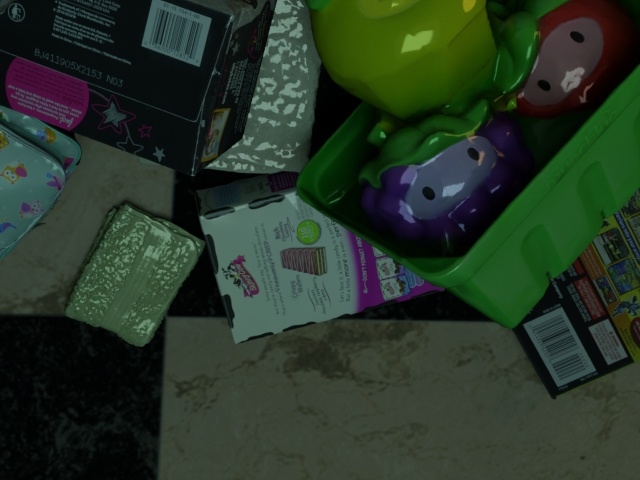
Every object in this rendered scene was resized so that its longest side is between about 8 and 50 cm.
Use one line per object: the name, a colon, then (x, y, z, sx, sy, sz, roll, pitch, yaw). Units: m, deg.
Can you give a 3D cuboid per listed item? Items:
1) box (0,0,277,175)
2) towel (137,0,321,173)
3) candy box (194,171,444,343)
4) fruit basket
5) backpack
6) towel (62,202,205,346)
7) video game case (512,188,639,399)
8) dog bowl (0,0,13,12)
box: (-0.184, -0.189, 1.426, 0.247, 0.142, 0.163, 20, 114, 9)
towel: (-0.084, -0.200, 1.533, 0.187, 0.049, 0.282, 5, 114, -12)
candy box: (0.000, 0.000, 1.631, 0.233, 0.071, 0.159, -14, 117, -3)
fruit basket: (0.135, -0.156, 1.441, 0.392, 0.283, 0.392, -18, 122, -30)
backpack: (-0.340, -0.063, 1.512, 0.166, 0.144, 0.188, 31, 111, -27)
towel: (-0.199, 0.038, 1.645, 0.110, 0.027, 0.148, 25, 110, -18)
video game case: (0.308, 0.020, 1.692, 0.248, 0.035, 0.275, -25, 117, 13)
dog bowl: (-0.376, -0.315, 1.314, 0.348, 0.102, 0.349, -1, 81, 5)
